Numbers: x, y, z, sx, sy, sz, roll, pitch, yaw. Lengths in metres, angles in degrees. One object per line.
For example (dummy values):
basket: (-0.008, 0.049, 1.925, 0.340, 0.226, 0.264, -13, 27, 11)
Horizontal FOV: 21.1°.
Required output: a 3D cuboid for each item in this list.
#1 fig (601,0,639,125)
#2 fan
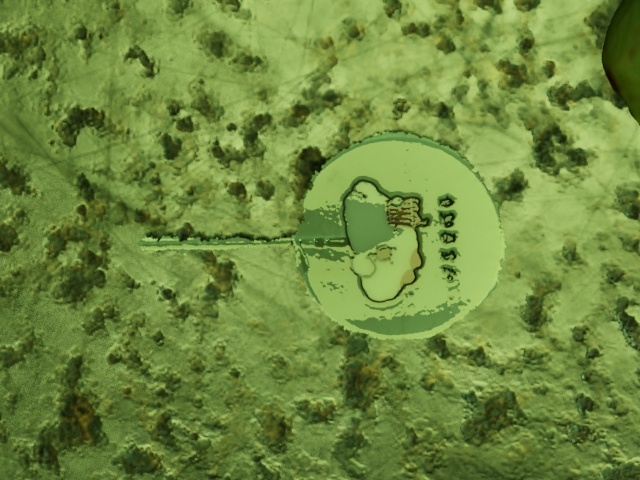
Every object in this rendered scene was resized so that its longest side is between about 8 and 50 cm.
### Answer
fig: (0.379, -0.170, 1.337, 0.326, 0.258, 0.258, -11, 101, 22)
fan: (0.000, 0.000, 1.535, 0.329, 0.009, 0.190, -3, 103, 4)
